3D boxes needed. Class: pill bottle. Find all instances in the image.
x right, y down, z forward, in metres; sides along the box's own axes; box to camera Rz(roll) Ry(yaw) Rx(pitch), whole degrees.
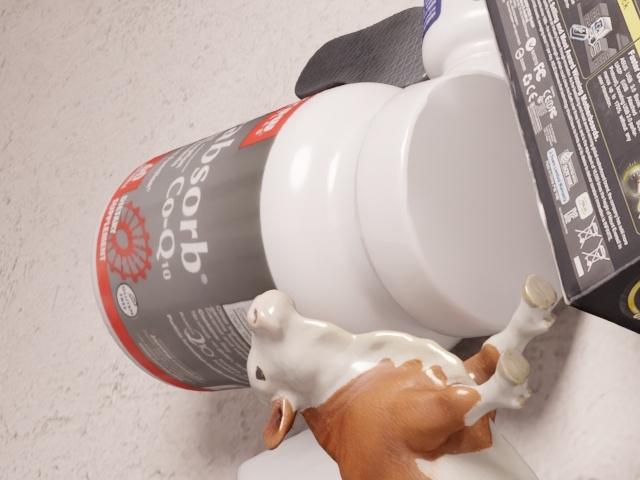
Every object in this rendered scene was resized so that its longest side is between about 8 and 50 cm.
[{"bbox_3d":[0.136,-0.170,0.929,0.112,0.112,0.187,-27,45,41],"label":"pill bottle"},{"bbox_3d":[0.000,0.000,0.890,0.363,0.210,0.210,-14,55,49],"label":"pill bottle"}]

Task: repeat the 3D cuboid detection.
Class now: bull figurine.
[{"bbox_3d":[0.081,0.136,0.670,0.188,0.101,0.310,-42,76,42],"label":"bull figurine"}]

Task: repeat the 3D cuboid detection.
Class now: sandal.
[{"bbox_3d":[0.059,-0.159,1.092,0.097,0.054,0.254,-57,23,-8],"label":"sandal"}]

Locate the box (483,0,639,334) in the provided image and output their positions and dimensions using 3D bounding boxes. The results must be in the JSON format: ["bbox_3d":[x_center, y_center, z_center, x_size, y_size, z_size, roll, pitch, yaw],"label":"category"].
[{"bbox_3d":[0.241,-0.187,0.692,0.318,0.097,0.395,-40,43,36],"label":"box"}]

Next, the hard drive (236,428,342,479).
[{"bbox_3d":[0.021,0.282,0.799,0.233,0.047,0.353,-33,41,35],"label":"hard drive"}]
